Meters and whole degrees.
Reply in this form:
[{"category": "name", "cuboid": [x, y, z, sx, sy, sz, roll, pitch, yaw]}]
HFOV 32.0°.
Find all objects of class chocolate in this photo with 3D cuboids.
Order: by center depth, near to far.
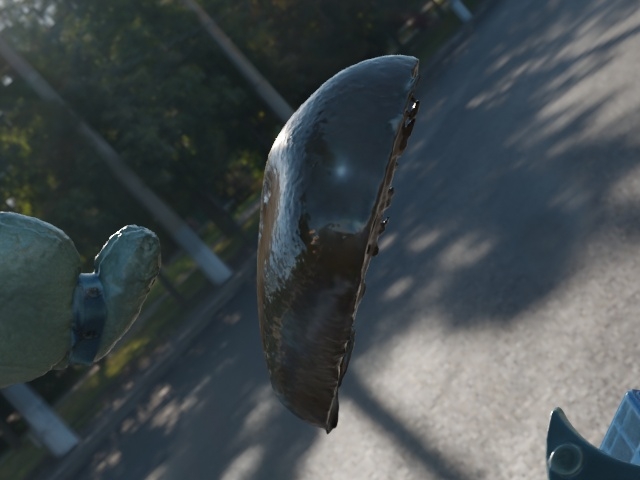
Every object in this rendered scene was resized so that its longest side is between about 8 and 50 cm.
[{"category": "chocolate", "cuboid": [-0.001, 0.001, 0.724, 0.261, 0.083, 0.161, 99, -173, -52]}]

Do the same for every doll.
[{"category": "doll", "cuboid": [-0.191, 0.036, 0.606, 0.214, 0.103, 0.071, -10, 20, -8]}]

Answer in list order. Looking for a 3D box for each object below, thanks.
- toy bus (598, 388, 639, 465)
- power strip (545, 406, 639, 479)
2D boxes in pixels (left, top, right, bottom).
[{"category": "toy bus", "cuboid": [0.272, 0.250, 0.923, 0.133, 0.116, 0.234, -113, 37, -60]}, {"category": "power strip", "cuboid": [0.259, 0.176, 0.781, 0.253, 0.054, 0.168, -16, 48, 21]}]
